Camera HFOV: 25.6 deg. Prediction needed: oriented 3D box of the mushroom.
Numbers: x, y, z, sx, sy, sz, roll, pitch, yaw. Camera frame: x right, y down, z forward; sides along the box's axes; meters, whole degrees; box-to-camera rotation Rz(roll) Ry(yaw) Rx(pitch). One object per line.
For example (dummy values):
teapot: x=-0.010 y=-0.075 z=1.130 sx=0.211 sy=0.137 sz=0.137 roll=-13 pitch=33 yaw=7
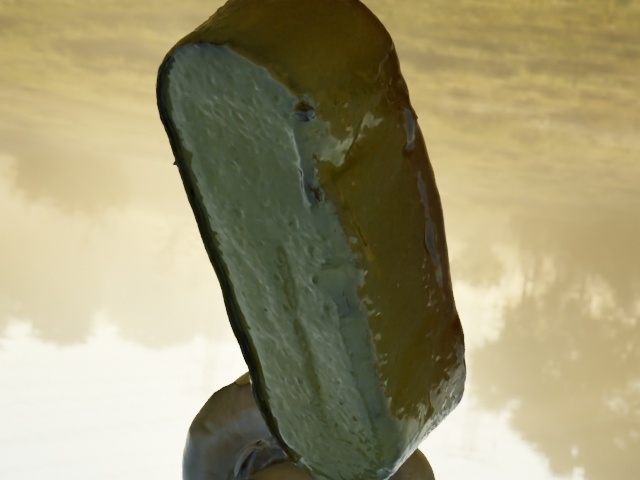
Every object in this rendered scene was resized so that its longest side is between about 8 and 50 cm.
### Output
mushroom: x=-0.009 y=0.147 z=0.843 sx=0.154 sy=0.154 sz=0.122 roll=7 pitch=-163 yaw=21

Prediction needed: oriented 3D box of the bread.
bread: x=0.000 y=0.000 z=0.661 sx=0.102 sy=0.245 sz=0.094 roll=3 pitch=-148 yaw=35
